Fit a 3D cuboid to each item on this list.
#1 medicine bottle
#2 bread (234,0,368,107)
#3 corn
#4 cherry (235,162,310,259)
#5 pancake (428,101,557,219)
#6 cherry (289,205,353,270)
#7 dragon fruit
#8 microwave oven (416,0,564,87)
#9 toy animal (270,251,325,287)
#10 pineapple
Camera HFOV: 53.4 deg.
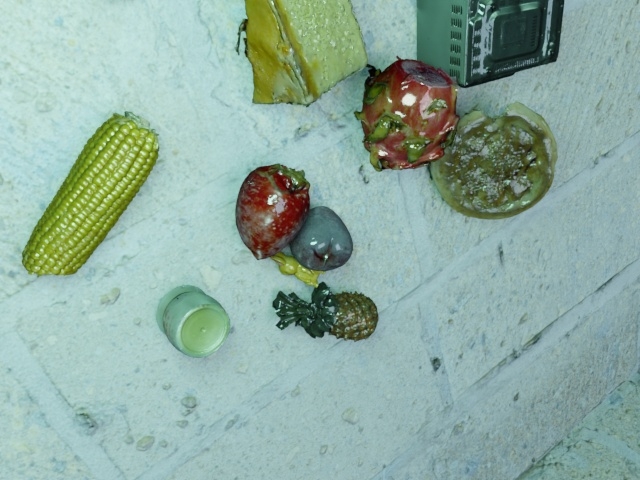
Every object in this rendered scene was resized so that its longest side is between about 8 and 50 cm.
[{"bbox_3d":[-0.309,0.194,1.537,0.147,0.143,0.147,-12,112,-32],"label":"medicine bottle"},{"bbox_3d":[-0.077,-0.454,1.351,0.248,0.279,0.315,-37,112,-27],"label":"bread"},{"bbox_3d":[-0.463,-0.087,1.303,0.144,0.144,0.387,29,96,-40],"label":"corn"},{"bbox_3d":[-0.120,-0.063,1.530,0.175,0.192,0.249,15,112,-3],"label":"cherry"},{"bbox_3d":[0.506,-0.227,1.861,0.383,0.071,0.382,-1,122,-2],"label":"pancake"},{"bbox_3d":[-0.004,-0.002,1.656,0.176,0.176,0.140,-9,146,-32],"label":"cherry"},{"bbox_3d":[0.209,-0.302,1.619,0.269,0.250,0.291,4,132,-23],"label":"dragon fruit"},{"bbox_3d":[0.455,-0.571,1.676,0.355,0.218,0.286,-19,120,-27],"label":"microwave oven"},{"bbox_3d":[-0.071,0.067,1.706,0.159,0.083,0.070,19,109,-27],"label":"toy animal"},{"bbox_3d":[0.014,0.198,1.784,0.310,0.141,0.170,10,110,-30],"label":"pineapple"}]
